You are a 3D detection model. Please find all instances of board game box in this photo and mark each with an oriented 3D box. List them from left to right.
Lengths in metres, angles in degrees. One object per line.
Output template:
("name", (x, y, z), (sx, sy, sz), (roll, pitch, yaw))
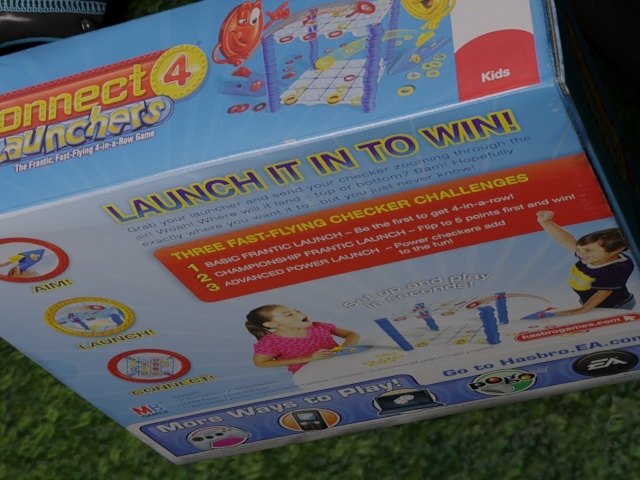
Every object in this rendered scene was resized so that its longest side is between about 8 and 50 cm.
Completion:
("board game box", (0.000, 0.000, 0.776), (0.308, 0.302, 0.086), (-12, 60, 17))

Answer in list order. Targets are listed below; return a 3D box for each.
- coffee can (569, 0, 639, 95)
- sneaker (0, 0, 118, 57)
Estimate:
("coffee can", (0.191, -0.199, 0.860), (0.201, 0.201, 0.275), (-39, 55, 0))
("sneaker", (-0.165, -0.201, 1.086), (0.341, 0.125, 0.140), (-35, 83, -1))
